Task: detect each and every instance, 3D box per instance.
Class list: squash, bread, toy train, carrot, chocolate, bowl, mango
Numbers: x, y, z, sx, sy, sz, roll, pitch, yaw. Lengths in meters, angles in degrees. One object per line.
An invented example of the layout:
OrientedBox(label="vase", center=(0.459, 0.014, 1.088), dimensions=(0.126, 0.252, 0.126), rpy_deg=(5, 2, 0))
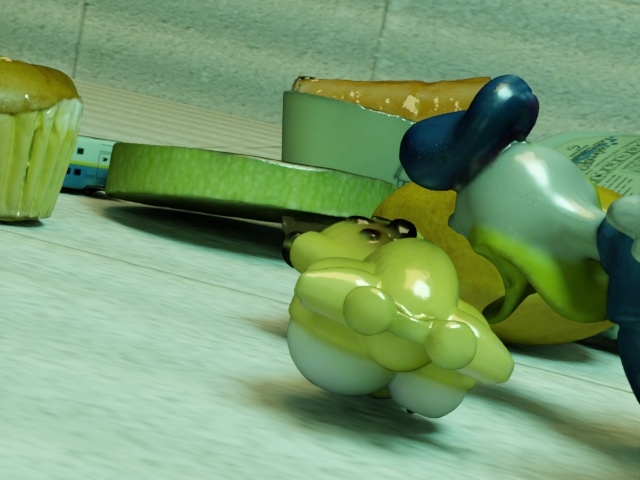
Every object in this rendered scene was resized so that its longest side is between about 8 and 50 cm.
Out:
OrientedBox(label="squash", center=(-0.051, -0.041, 1.174), dimensions=(0.252, 0.049, 0.252), rpy_deg=(9, -2, 0))
OrientedBox(label="bread", center=(-0.316, -0.089, 0.990), dimensions=(0.288, 0.119, 0.152), rpy_deg=(8, 5, -31))
OrientedBox(label="toy train", center=(-0.276, -0.076, 1.194), dimensions=(0.234, 0.051, 0.052), rpy_deg=(7, 5, -35))
OrientedBox(label="carrot", center=(0.093, -0.112, 1.739), dimensions=(0.254, 0.196, 0.196), rpy_deg=(2, 6, 8))
OrientedBox(label="chocolate", center=(0.000, 0.000, 1.135), dimensions=(0.064, 0.031, 0.101), rpy_deg=(6, -1, 2))
OrientedBox(label="bowl", center=(0.052, -0.066, 1.365), dimensions=(0.211, 0.112, 0.211), rpy_deg=(14, 0, 0))
OrientedBox(label="mango", center=(0.123, 0.005, 0.975), dimensions=(0.227, 0.109, 0.147), rpy_deg=(12, 38, 40))

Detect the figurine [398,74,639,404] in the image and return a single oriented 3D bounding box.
OrientedBox(label="figurine", center=(0.194, 0.001, 0.715), dimensions=(0.338, 0.204, 0.283), rpy_deg=(28, -2, 29))

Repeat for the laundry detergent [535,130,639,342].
OrientedBox(label="laundry detergent", center=(0.208, -0.007, 1.099), dimensions=(0.280, 0.105, 0.215), rpy_deg=(15, 45, 40))

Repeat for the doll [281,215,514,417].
OrientedBox(label="doll", center=(0.035, 0.034, 0.742), dimensions=(0.117, 0.086, 0.291), rpy_deg=(19, 4, -4))
